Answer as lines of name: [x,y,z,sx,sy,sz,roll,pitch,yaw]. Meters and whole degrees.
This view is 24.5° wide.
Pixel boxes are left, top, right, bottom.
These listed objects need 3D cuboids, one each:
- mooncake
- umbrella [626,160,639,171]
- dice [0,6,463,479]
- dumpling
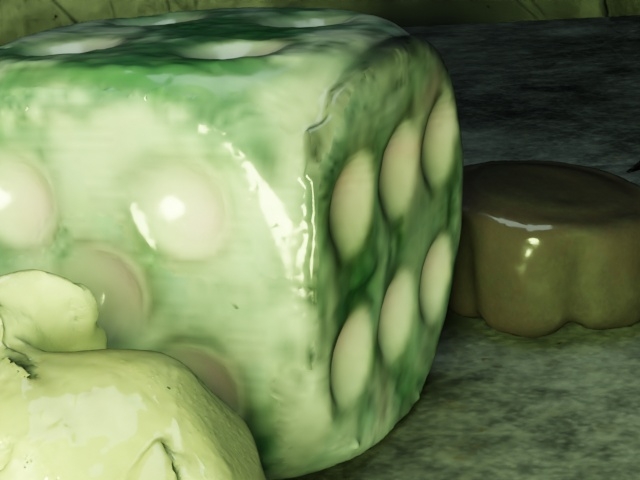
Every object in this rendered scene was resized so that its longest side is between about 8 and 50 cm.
mooncake: [0.221,0.003,1.450,0.245,0.133,0.245,-2,16,1]
umbrella: [0.454,-0.111,2.010,0.122,0.022,0.013,-28,53,-34]
dice: [-0.082,-0.009,1.203,0.348,0.330,0.328,3,18,24]
dumpling: [-0.119,0.176,0.910,0.187,0.318,0.243,-37,-26,4]
